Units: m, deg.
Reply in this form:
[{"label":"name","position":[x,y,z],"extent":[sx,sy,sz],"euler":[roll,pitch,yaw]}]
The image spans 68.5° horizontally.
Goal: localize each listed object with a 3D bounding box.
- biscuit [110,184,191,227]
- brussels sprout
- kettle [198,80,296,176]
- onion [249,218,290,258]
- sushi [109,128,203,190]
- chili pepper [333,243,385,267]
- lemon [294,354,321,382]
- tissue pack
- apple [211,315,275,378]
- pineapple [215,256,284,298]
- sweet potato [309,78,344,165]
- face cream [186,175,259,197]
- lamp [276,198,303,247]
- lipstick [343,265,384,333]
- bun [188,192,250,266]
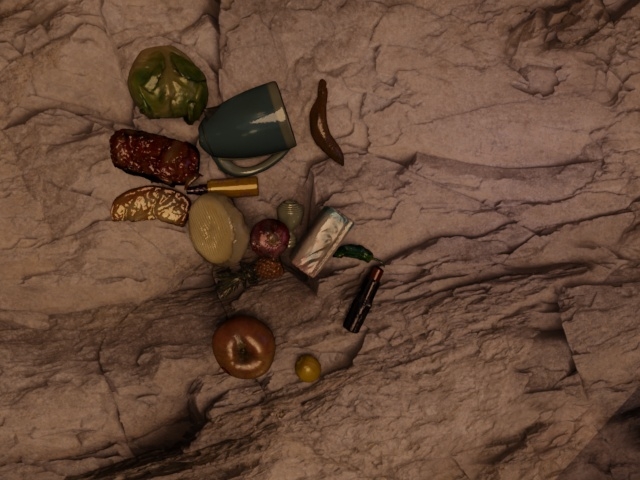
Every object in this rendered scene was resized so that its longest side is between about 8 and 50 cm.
[{"label":"biscuit","position":[-0.648,-0.135,1.807],"extent":[0.299,0.045,0.154],"euler":[5,99,-9]},{"label":"brussels sprout","position":[-0.542,-0.547,1.673],"extent":[0.259,0.227,0.294],"euler":[-19,94,-20]},{"label":"kettle","position":[-0.273,-0.383,1.750],"extent":[0.342,0.247,0.319],"euler":[-19,127,2]},{"label":"onion","position":[-0.201,-0.010,1.819],"extent":[0.159,0.195,0.159],"euler":[-1,95,-15]},{"label":"sushi","position":[-0.592,-0.291,1.725],"extent":[0.343,0.182,0.196],"euler":[13,103,-8]},{"label":"chili pepper","position":[0.143,0.054,1.916],"extent":[0.279,0.122,0.065],"euler":[7,115,-40]},{"label":"lemon","position":[-0.054,0.536,1.973],"extent":[0.109,0.109,0.133],"euler":[-45,111,0]},{"label":"tissue pack","position":[0.000,0.000,1.853],"extent":[0.124,0.201,0.271],"euler":[35,91,-8]},{"label":"apple","position":[-0.302,0.422,1.873],"extent":[0.261,0.194,0.261],"euler":[-1,96,-9]},{"label":"pineapple","position":[-0.284,0.136,1.877],"extent":[0.277,0.119,0.130],"euler":[-18,145,-5]},{"label":"sweet potato","position":[0.009,-0.454,1.848],"extent":[0.108,0.079,0.346],"euler":[-19,101,-35]},{"label":"face cream","position":[-0.378,-0.202,1.822],"extent":[0.273,0.078,0.078],"euler":[-5,99,-8]},{"label":"lamp","position":[-0.125,-0.070,1.877],"extent":[0.106,0.106,0.193],"euler":[2,109,-9]},{"label":"lipstick","position":[0.186,0.248,1.979],"extent":[0.081,0.081,0.299],"euler":[25,96,-12]},{"label":"bun","position":[-0.374,-0.047,1.780],"extent":[0.287,0.146,0.287],"euler":[11,109,33]}]
